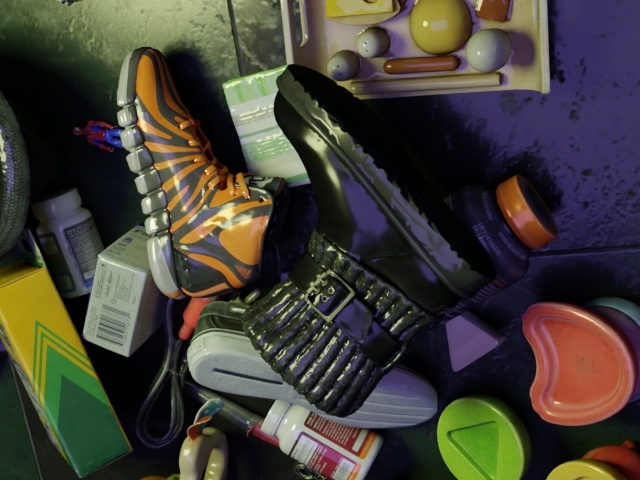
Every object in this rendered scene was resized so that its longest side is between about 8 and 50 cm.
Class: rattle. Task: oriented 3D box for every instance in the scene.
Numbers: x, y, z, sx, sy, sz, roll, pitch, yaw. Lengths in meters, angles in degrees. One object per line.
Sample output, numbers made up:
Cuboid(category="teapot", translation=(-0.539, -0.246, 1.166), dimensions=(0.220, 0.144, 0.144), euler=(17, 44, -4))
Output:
Cuboid(category="rattle", translation=(-0.200, 0.287, 1.410), dimensions=(0.143, 0.130, 0.199), euler=(22, 144, 28))

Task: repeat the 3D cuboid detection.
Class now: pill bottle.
Cuboid(category="pill bottle", translation=(0.158, 0.020, 1.223), dimensions=(0.246, 0.130, 0.130), euler=(-33, 96, 24))
Cuboid(category="pill bottle", translation=(-0.339, 0.002, 1.394), dimensions=(0.078, 0.078, 0.137), euler=(-13, 103, 20))
Cuboid(category="pill bottle", translation=(0.001, 0.264, 1.375), dimensions=(0.152, 0.086, 0.086), euler=(29, 114, 6))

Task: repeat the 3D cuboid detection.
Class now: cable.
Cuboid(category="cable", translation=(-0.185, 0.161, 1.377), dimensions=(0.139, 0.072, 0.287), euler=(30, 101, -25))

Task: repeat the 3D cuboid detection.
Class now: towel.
Cuboid(category="towel", translation=(-0.051, -0.141, 1.294), dimensions=(0.113, 0.023, 0.152), euler=(-12, 102, 18))

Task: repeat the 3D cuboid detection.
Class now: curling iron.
Cuboid(category="curling iron", translation=(-0.089, 0.273, 1.433), dimensions=(0.274, 0.035, 0.068), euler=(34, 114, 4))

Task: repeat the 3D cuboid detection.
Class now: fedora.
Cuboid(category="fedora", translation=(-0.468, -0.118, 1.342), dimensions=(0.334, 0.152, 0.334), euler=(8, 107, 27))

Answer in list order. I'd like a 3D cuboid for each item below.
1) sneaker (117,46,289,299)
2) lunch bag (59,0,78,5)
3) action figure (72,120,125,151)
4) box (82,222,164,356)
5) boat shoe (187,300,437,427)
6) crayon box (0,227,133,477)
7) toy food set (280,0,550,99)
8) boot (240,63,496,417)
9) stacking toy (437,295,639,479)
Cuboid(category="sneaker", translation=(-0.135, -0.093, 1.274), dimensions=(0.180, 0.124, 0.321), euler=(-10, 99, 16))
Cuboid(category="lunch bag", translation=(-0.394, -0.429, 1.206), dimensions=(0.305, 0.212, 0.256), euler=(15, 128, 12))
Cuboid(category="action figure", translation=(-0.276, -0.138, 1.357), dimensions=(0.115, 0.030, 0.038), euler=(11, 115, 15))
Cuboid(category="box", translation=(-0.245, 0.062, 1.353), dimensions=(0.072, 0.137, 0.126), euler=(20, 112, 8))
Cuboid(category="boat shoe", translation=(-0.001, 0.147, 1.310), dimensions=(0.335, 0.119, 0.121), euler=(18, 137, -17))
Cuboid(category="crayon box", translation=(-0.377, 0.143, 1.387), dimensions=(0.083, 0.203, 0.323), euler=(-26, 101, -21))
Cuboid(category="toy food set", translation=(0.104, -0.266, 1.164), dimensions=(0.306, 0.092, 0.219), euler=(-1, 108, 17))
Cuboid(category="boot", translation=(-0.001, 0.001, 1.153), dimensions=(0.260, 0.131, 0.348), euler=(-43, 75, 22))
Cuboid(category="stacking toy", translation=(0.297, 0.204, 1.284), dimensions=(0.279, 0.130, 0.309), euler=(12, 110, 41))
